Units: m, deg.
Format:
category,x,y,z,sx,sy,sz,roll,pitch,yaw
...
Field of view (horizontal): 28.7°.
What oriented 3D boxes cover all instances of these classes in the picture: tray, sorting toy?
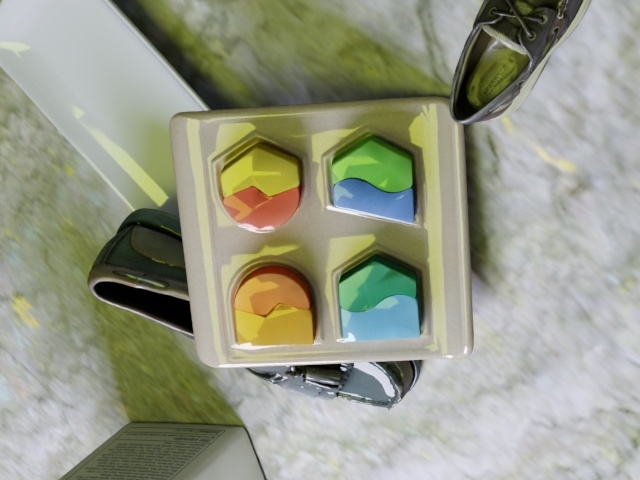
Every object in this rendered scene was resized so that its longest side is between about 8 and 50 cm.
category,x,y,z,sx,sy,sz,roll,pitch,yaw
tray,-0.152,-0.109,1.000,0.270,0.030,0.145,48,133,3
sorting toy,0.000,0.000,0.880,0.208,0.038,0.193,-2,107,10

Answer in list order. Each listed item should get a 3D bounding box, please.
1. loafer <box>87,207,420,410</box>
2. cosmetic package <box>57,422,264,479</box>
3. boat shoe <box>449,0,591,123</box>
category,x,y,z,sx,sy,sz,roll,pitch,yaw
loafer,-0.056,0.071,0.974,0.267,0.084,0.096,26,133,9
cosmetic package,-0.192,0.282,1.072,0.160,0.309,0.113,-5,113,39
boat shoe,0.123,-0.130,0.768,0.056,0.049,0.152,33,131,17
